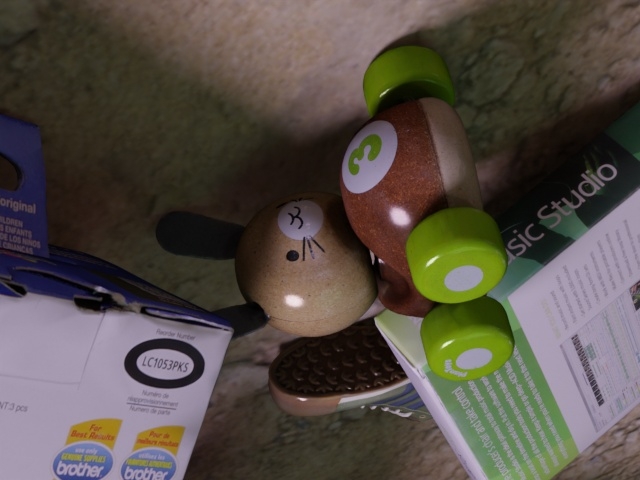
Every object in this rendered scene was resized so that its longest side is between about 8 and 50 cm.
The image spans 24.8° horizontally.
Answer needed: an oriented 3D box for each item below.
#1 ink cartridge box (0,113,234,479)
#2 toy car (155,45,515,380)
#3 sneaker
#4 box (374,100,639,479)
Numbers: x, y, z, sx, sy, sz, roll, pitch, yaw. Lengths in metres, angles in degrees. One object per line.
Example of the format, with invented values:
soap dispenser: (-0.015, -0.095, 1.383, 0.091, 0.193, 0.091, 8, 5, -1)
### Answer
ink cartridge box: (-0.212, 0.129, 0.722, 0.270, 0.151, 0.396, 16, 95, -51)
toy car: (0.000, 0.000, 0.832, 0.188, 0.155, 0.149, -13, 140, 1)
sneaker: (0.056, 0.100, 1.026, 0.192, 0.064, 0.086, -17, 135, -18)
box: (0.204, 0.025, 0.991, 0.322, 0.058, 0.232, -40, 141, -7)
